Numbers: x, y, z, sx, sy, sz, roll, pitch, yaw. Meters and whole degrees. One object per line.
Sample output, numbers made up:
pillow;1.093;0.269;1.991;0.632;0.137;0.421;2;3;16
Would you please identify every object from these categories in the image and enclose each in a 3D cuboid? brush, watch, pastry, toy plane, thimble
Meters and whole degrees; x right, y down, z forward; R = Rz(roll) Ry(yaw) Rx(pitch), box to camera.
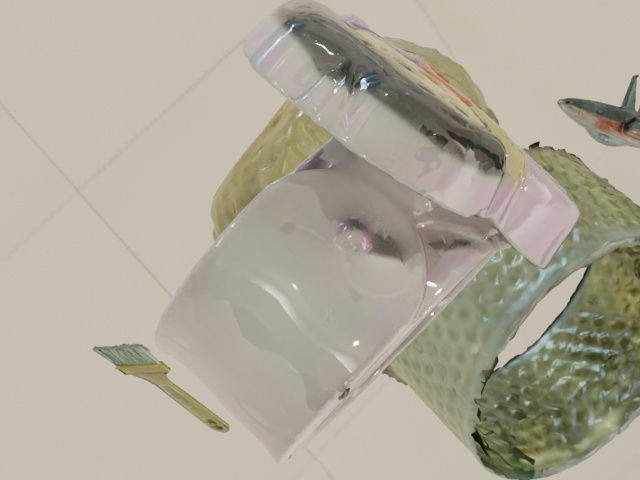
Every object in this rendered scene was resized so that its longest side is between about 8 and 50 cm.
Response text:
brush;-0.187;0.188;1.408;0.218;0.082;0.010;47;49;-37
watch;0.000;0.000;0.628;0.196;0.244;0.231;46;104;9
pastry;0.063;-0.053;1.358;0.312;0.388;0.388;43;78;-5
toy plane;0.423;-0.138;1.392;0.326;0.223;0.104;21;91;-28
thimble;0.191;0.069;0.990;0.271;0.150;0.271;-19;131;-23
